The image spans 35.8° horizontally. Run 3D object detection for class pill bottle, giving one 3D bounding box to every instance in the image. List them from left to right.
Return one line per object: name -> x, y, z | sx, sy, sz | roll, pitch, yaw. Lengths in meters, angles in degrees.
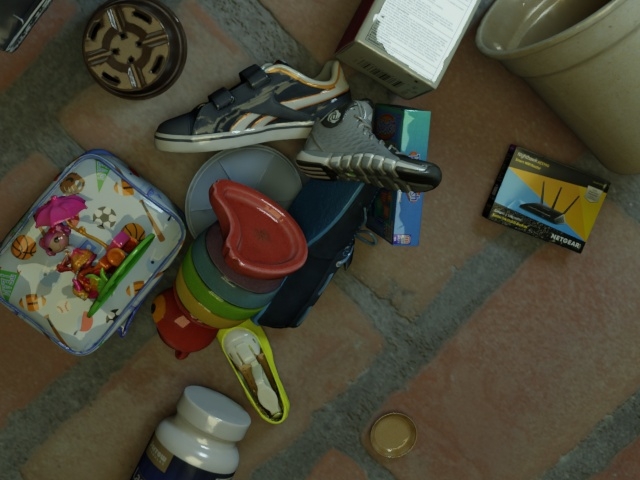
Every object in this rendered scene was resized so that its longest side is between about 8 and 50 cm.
pill bottle -> -0.227, 0.386, 1.645 | 0.153, 0.153, 0.265 | 25, 96, -10

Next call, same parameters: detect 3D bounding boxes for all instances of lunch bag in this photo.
lunch bag -> -0.369, 0.026, 1.582 | 0.243, 0.115, 0.303 | 39, 94, -14

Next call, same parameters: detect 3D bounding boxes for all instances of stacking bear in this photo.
stacking bear -> -0.164, 0.070, 1.556 | 0.164, 0.175, 0.289 | 15, 133, -37

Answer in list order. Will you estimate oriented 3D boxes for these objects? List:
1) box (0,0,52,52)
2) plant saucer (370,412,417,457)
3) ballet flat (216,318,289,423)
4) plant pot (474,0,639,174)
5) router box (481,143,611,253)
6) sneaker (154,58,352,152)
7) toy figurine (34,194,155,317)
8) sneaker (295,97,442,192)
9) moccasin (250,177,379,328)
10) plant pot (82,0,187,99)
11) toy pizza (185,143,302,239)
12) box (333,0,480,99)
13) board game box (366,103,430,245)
box -> -0.344, -0.551, 1.229 | 0.297, 0.480, 0.472 | 33, 106, -21
plant saucer -> 0.128, 0.341, 1.744 | 0.083, 0.015, 0.083 | -1, 102, -6
ballet flat -> -0.112, 0.209, 1.660 | 0.077, 0.077, 0.231 | -25, 102, 0
plant pot -> 0.462, -0.283, 1.526 | 0.334, 0.334, 0.305 | -41, 113, 3
router box -> 0.381, -0.070, 1.675 | 0.178, 0.046, 0.133 | 19, 98, -9
sneaker -> -0.108, -0.215, 1.556 | 0.321, 0.126, 0.128 | -10, 107, -16
toy figurine -> -0.361, 0.008, 1.483 | 0.159, 0.130, 0.173 | 39, 118, -3
sneaker -> 0.080, -0.152, 1.477 | 0.228, 0.086, 0.132 | 10, 71, 21
moccasin -> 0.000, 0.000, 1.618 | 0.116, 0.138, 0.342 | 22, 118, -35
plant pot -> -0.286, -0.293, 1.500 | 0.166, 0.165, 0.167 | -1, 101, -7
toy pizza -> -0.125, -0.063, 1.614 | 0.201, 0.032, 0.201 | -9, 115, -20
box -> 0.146, -0.357, 1.527 | 0.148, 0.127, 0.232 | 29, 82, -13
board game box -> 0.122, -0.109, 1.581 | 0.047, 0.160, 0.210 | 1, 102, -13
